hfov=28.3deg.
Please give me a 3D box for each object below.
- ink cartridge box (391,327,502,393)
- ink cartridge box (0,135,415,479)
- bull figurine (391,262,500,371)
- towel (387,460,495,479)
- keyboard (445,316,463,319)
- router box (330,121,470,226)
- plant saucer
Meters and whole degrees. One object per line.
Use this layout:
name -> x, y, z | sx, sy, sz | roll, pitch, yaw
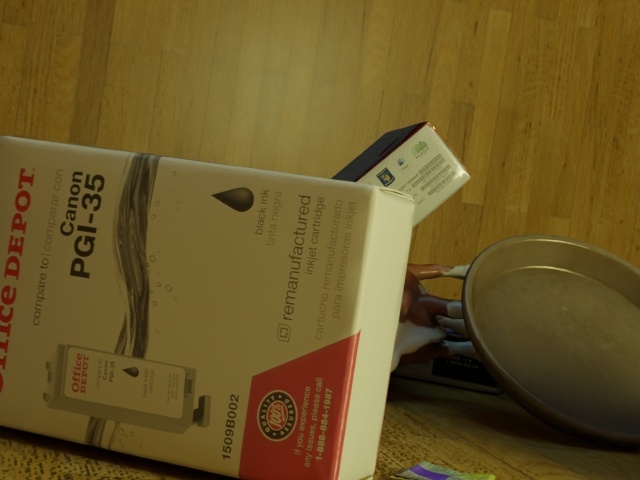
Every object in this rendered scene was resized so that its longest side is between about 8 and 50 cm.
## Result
ink cartridge box -> 0.189, 0.144, 1.671 | 0.175, 0.069, 0.371 | 9, -1, 19
ink cartridge box -> -0.094, 0.048, 0.886 | 0.282, 0.207, 0.117 | 8, 0, 17
bull figurine -> 0.091, 0.086, 1.404 | 0.188, 0.101, 0.310 | 5, 17, -2
towel -> 0.089, 0.173, 0.920 | 0.060, 0.009, 0.083 | 8, 2, 25
keyboard -> 0.227, 0.106, 1.712 | 0.180, 0.023, 0.108 | 8, -4, -12
router box -> 0.000, 0.000, 1.525 | 0.082, 0.335, 0.301 | 50, -4, -6
plant saucer -> 0.270, 0.103, 1.300 | 0.277, 0.041, 0.278 | 12, 42, -11
